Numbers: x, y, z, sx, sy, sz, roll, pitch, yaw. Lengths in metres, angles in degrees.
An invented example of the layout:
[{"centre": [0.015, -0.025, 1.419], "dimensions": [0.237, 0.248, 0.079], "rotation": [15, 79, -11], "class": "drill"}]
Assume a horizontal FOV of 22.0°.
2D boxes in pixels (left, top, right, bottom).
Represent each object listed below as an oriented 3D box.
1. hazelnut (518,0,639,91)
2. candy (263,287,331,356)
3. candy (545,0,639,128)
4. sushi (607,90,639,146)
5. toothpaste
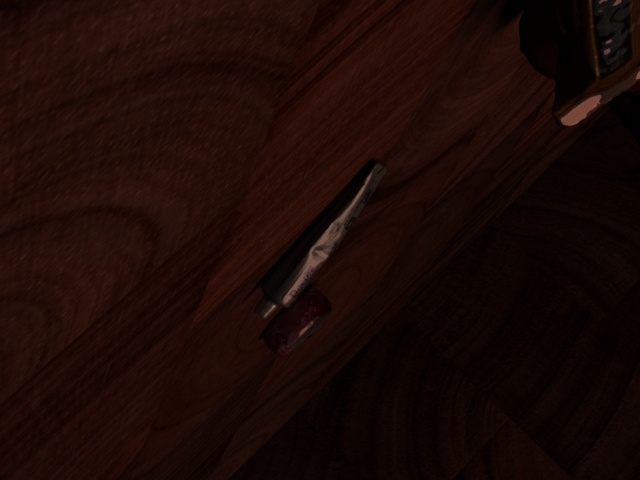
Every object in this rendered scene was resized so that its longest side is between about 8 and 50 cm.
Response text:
[{"centre": [0.320, -0.240, 1.772], "dimensions": [0.210, 0.186, 0.210], "rotation": [-63, 178, -4], "class": "hazelnut"}, {"centre": [-0.030, 0.109, 2.173], "dimensions": [0.103, 0.043, 0.103], "rotation": [-45, 172, -8], "class": "candy"}, {"centre": [0.266, -0.221, 1.582], "dimensions": [0.143, 0.101, 0.271], "rotation": [-31, 141, -6], "class": "candy"}, {"centre": [0.519, -0.257, 2.242], "dimensions": [0.281, 0.294, 0.299], "rotation": [-34, 172, -4], "class": "sushi"}, {"centre": [0.000, 0.000, 1.827], "dimensions": [0.218, 0.041, 0.064], "rotation": [-51, 166, 5], "class": "toothpaste"}]
